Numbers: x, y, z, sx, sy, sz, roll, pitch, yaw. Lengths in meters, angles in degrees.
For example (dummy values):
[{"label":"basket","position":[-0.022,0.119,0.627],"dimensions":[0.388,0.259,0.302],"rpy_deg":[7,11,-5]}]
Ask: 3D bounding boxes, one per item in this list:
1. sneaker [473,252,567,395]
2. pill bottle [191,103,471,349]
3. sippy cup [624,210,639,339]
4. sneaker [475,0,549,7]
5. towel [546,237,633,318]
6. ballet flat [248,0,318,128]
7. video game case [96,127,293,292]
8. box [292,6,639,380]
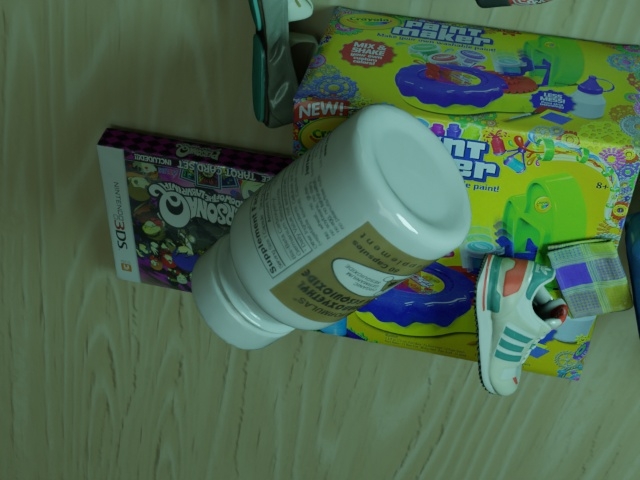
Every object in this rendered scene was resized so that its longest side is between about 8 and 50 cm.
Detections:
[{"label":"sneaker","position":[0.181,0.082,0.879],"dimensions":[0.075,0.057,0.161],"rpy_deg":[4,128,21]},{"label":"pill bottle","position":[0.000,0.000,0.815],"dimensions":[0.131,0.131,0.229],"rpy_deg":[41,128,-18]},{"label":"sippy cup","position":[0.394,0.039,0.878],"dimensions":[0.224,0.240,0.305],"rpy_deg":[-9,103,15]},{"label":"sneaker","position":[0.178,-0.309,0.760],"dimensions":[0.145,0.090,0.270],"rpy_deg":[-2,133,18]},{"label":"towel","position":[0.234,0.034,0.855],"dimensions":[0.060,0.009,0.083],"rpy_deg":[-9,126,24]},{"label":"ballet flat","position":[-0.038,-0.205,0.944],"dimensions":[0.068,0.072,0.213],"rpy_deg":[-11,132,-9]},{"label":"video game case","position":[-0.134,-0.020,1.140],"dimensions":[0.232,0.042,0.210],"rpy_deg":[11,133,8]},{"label":"box","position":[0.132,-0.045,0.945],"dimensions":[0.290,0.177,0.279],"rpy_deg":[9,131,10]}]
